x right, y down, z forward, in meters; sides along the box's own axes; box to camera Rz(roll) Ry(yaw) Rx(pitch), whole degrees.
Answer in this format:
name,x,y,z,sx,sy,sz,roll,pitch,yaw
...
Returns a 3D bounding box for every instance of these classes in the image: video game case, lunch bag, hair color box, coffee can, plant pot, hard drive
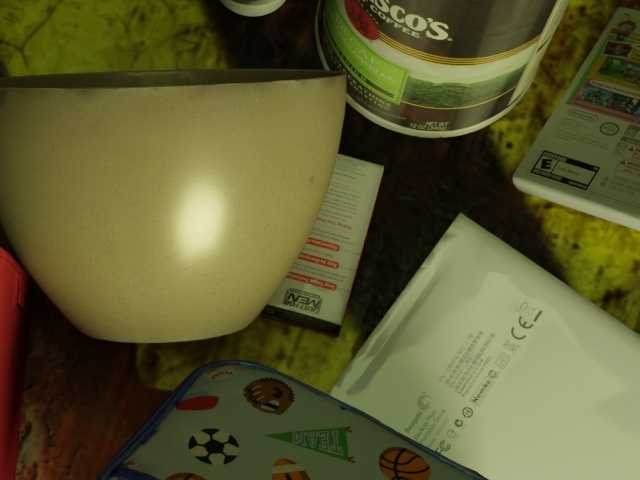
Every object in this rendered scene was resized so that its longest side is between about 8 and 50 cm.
name,x,y,z,sx,sy,sz,roll,pitch,yaw
video game case,0.293,-0.091,1.269,0.212,0.023,0.193,21,69,35
lunch bag,-0.007,0.224,1.093,0.303,0.115,0.243,25,35,14
hair color box,0.000,0.000,1.260,0.072,0.043,0.141,16,71,1
coffee can,0.104,-0.222,1.216,0.201,0.275,0.201,1,72,-3
plant pot,-0.120,-0.029,1.167,0.284,0.284,0.191,-2,99,-5
hard drive,0.182,0.151,1.226,0.319,0.040,0.210,35,74,7

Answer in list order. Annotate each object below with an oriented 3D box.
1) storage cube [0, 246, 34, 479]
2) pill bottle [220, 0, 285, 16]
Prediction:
name,x,y,z,sx,sy,sz,roll,pitch,yaw
storage cube,-0.314,0.107,1.121,0.184,0.215,0.193,4,79,-3
pill bottle,-0.054,-0.250,1.270,0.094,0.169,0.094,1,73,-3
